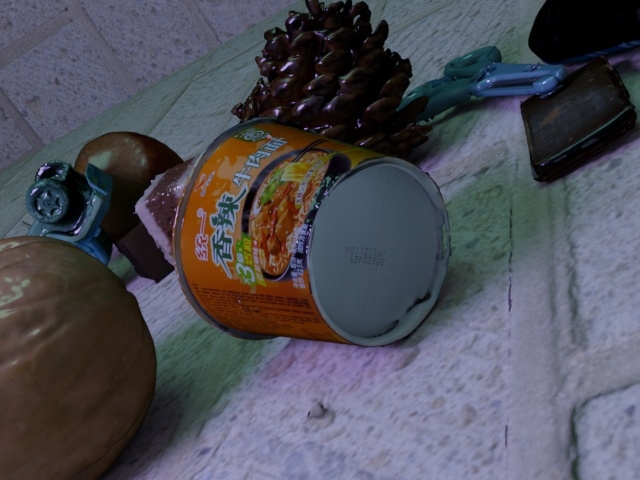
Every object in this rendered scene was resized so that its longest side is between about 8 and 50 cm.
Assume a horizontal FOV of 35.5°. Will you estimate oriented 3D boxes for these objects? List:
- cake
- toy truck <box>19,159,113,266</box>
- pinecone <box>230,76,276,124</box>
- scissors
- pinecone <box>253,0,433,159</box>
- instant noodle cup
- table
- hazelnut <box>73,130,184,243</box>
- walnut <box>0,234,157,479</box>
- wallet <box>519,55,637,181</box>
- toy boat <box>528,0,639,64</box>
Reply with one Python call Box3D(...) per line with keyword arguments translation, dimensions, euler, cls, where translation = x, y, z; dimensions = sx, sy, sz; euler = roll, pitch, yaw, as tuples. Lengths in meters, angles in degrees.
Box3D(translation=(-0.167, -0.044, 1.407), dimensions=(0.147, 0.135, 0.134), euler=(-22, 21, 15), cls="cake")
Box3D(translation=(-0.408, 0.014, 1.520), dimensions=(0.279, 0.156, 0.155), euler=(-57, 17, 9), cls="toy truck")
Box3D(translation=(-0.042, -0.186, 1.529), dimensions=(0.195, 0.150, 0.179), euler=(-28, 20, 13), cls="pinecone")
Box3D(translation=(0.214, -0.210, 1.328), dimensions=(0.180, 0.032, 0.393), euler=(-38, 16, -8), cls="scissors")
Box3D(translation=(0.021, -0.178, 1.297), dimensions=(0.224, 0.273, 0.224), euler=(-22, -12, -5), cls="pinecone")
Box3D(translation=(0.000, 0.000, 0.951), dimensions=(0.230, 0.230, 0.182), euler=(-43, 31, -25), cls="instant noodle cup")
Box3D(translation=(-0.257, 0.009, 1.504), dimensions=(0.070, 0.083, 0.082), euler=(-42, 17, -18), cls="table")
Box3D(translation=(-0.345, -0.099, 1.747), dimensions=(0.210, 0.186, 0.210), euler=(-36, 30, 26), cls="hazelnut")
Box3D(translation=(-0.321, 0.148, 1.024), dimensions=(0.313, 0.252, 0.277), euler=(-40, 33, -9), cls="walnut")
Box3D(translation=(0.281, -0.138, 1.100), dimensions=(0.122, 0.031, 0.232), euler=(-30, 17, 20), cls="wallet")
Box3D(translation=(0.371, -0.270, 1.200), dimensions=(0.134, 0.092, 0.299), euler=(-68, 20, -7), cls="toy boat")
